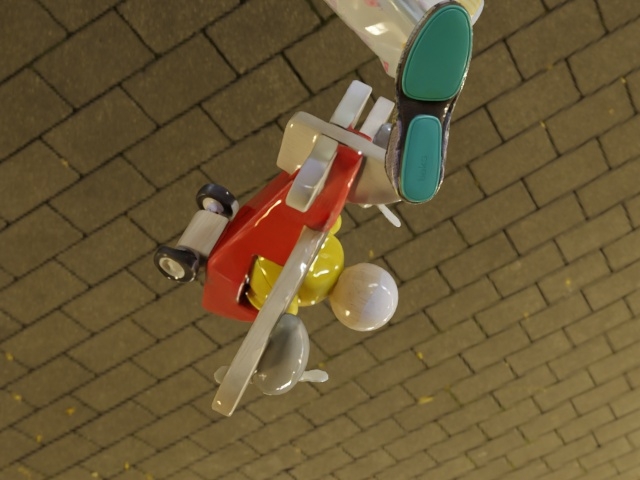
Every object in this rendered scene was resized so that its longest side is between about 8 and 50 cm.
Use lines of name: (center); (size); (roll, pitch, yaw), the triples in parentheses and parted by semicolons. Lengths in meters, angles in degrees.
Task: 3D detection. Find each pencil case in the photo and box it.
pencil case: (0.022, -0.266, 0.722); (0.113, 0.124, 0.273); (-46, 113, 2)

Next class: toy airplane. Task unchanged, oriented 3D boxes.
toy airplane: (0.000, 0.000, 1.016); (0.272, 0.384, 0.386); (40, 95, -14)

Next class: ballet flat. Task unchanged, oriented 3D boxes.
ballet flat: (0.057, -0.079, 0.475); (0.041, 0.041, 0.114); (2, 112, -17)
